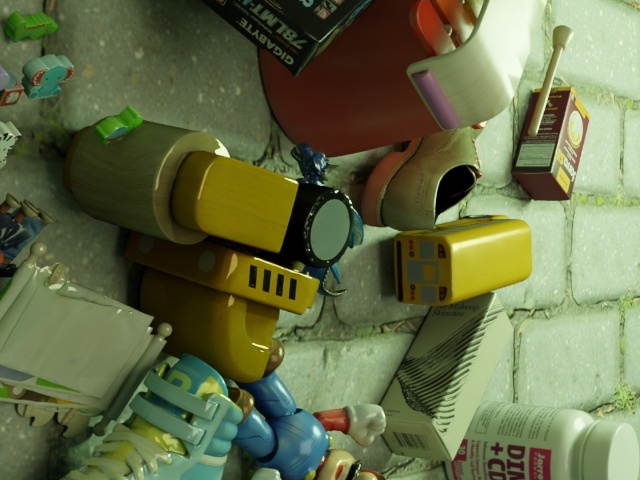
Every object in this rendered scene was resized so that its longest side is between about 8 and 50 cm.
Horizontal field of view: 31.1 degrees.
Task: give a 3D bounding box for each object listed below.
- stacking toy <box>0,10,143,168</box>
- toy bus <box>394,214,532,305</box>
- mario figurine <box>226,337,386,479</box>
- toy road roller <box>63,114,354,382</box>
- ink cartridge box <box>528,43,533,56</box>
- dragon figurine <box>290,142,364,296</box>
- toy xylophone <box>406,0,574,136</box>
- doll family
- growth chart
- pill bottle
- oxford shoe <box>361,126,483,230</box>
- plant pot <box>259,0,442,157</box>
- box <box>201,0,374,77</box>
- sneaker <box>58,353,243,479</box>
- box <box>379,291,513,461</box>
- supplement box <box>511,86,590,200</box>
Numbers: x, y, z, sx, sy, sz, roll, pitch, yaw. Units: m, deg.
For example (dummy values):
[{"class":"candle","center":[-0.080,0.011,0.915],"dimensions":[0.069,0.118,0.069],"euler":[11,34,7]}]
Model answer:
[{"class":"stacking toy","center":[-0.288,-0.154,1.085],"dimensions":[0.167,0.052,0.221],"euler":[49,35,15]},{"class":"toy bus","center":[0.234,0.024,1.820],"dimensions":[0.332,0.130,0.108],"euler":[-11,99,-53]},{"class":"mario figurine","center":[-0.001,0.268,1.460],"dimensions":[0.198,0.170,0.320],"euler":[-40,120,-5]},{"class":"toy road roller","center":[-0.132,0.019,1.269],"dimensions":[0.329,0.202,0.241],"euler":[21,84,-53]},{"class":"ink cartridge box","center":[0.248,-0.436,1.848],"dimensions":[0.273,0.114,0.197],"euler":[34,63,-47]},{"class":"dragon figurine","center":[0.000,0.000,1.487],"dimensions":[0.085,0.144,0.289],"euler":[-60,135,-34]},{"class":"toy xylophone","center":[0.219,-0.265,1.426],"dimensions":[0.236,0.081,0.323],"euler":[58,47,-36]},{"class":"doll family","center":[-0.333,-0.008,1.069],"dimensions":[0.111,0.076,0.193],"euler":[-52,130,-1]},{"class":"growth chart","center":[-0.259,0.115,1.179],"dimensions":[0.172,0.021,0.237],"euler":[-50,139,1]},{"class":"pill bottle","center":[0.358,0.348,1.865],"dimensions":[0.160,0.283,0.161],"euler":[0,90,-54]},{"class":"oxford shoe","center":[0.196,-0.116,1.750],"dimensions":[0.348,0.130,0.123],"euler":[-50,146,-38]},{"class":"plant pot","center":[0.094,-0.246,1.531],"dimensions":[0.275,0.243,0.275],"euler":[-2,93,-54]},{"class":"box","center":[-0.057,-0.366,1.331],"dimensions":[0.293,0.073,0.295],"euler":[40,48,-2]},{"class":"sneaker","center":[-0.200,0.219,1.187],"dimensions":[0.319,0.127,0.208],"euler":[-3,116,-63]},{"class":"box","center":[0.195,0.205,1.788],"dimensions":[0.094,0.113,0.275],"euler":[60,44,-33]},{"class":"supplement box","center":[0.428,-0.178,2.127],"dimensions":[0.104,0.080,0.188],"euler":[43,58,-46]}]
